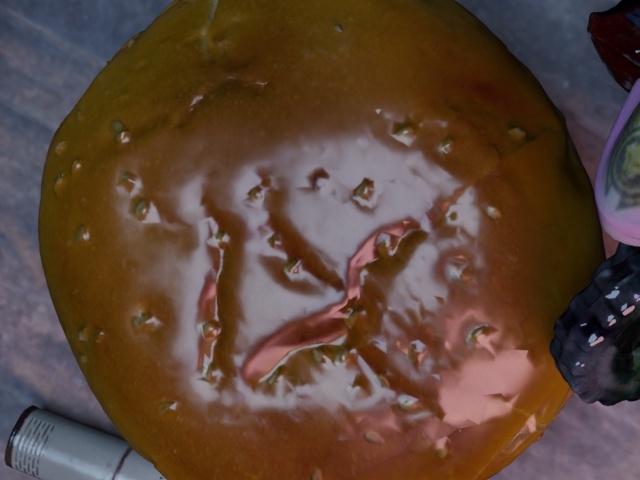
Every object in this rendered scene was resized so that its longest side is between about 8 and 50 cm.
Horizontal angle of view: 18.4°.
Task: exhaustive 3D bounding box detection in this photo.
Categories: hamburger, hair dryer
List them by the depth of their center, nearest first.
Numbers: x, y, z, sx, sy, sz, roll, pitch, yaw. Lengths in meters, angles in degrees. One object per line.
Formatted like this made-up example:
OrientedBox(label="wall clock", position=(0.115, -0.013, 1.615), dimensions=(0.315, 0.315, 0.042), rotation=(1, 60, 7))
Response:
OrientedBox(label="hamburger", position=(0.000, 0.000, 1.062), dimensions=(0.290, 0.170, 0.314), rotation=(-34, 87, 10))
OrientedBox(label="hair dryer", position=(-0.129, 0.207, 1.193), dimensions=(0.155, 0.044, 0.183), rotation=(20, 107, 12))

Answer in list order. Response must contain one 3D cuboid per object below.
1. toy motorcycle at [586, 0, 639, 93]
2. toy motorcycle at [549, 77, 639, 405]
OrientedBox(label="toy motorcycle", position=(0.230, -0.125, 1.027), dimensions=(0.213, 0.082, 0.122), rotation=(10, 107, 3))
OrientedBox(label="toy motorcycle", position=(0.252, -0.037, 0.945), dimensions=(0.327, 0.188, 0.143), rotation=(-26, 49, -9))
